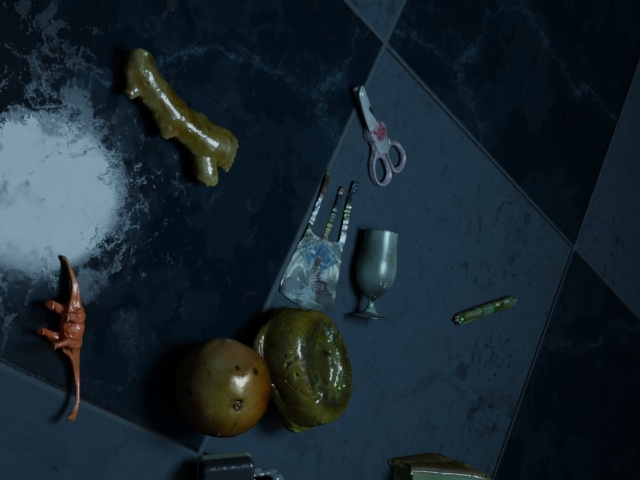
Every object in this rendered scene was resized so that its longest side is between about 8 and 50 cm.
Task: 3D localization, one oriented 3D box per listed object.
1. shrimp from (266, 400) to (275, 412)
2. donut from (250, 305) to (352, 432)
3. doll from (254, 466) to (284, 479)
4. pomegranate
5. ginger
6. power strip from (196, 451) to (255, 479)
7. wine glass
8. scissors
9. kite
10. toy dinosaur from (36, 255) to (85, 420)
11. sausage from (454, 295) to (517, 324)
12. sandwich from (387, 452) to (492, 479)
[{"bbox_3d":[-0.103,0.313,1.850,0.038,0.029,0.092,0,99,-54],"label":"shrimp"},{"bbox_3d":[-0.031,0.255,1.820,0.208,0.128,0.261,-54,127,-47],"label":"donut"},{"bbox_3d":[-0.140,0.501,1.805,0.195,0.070,0.096,27,82,-33],"label":"doll"},{"bbox_3d":[-0.187,0.275,1.661,0.191,0.191,0.191,-5,98,-43],"label":"pomegranate"},{"bbox_3d":[-0.260,-0.231,1.621,0.299,0.065,0.118,50,57,-31],"label":"ginger"},{"bbox_3d":[-0.190,0.540,1.724,0.105,0.070,0.256,0,102,-18],"label":"power strip"},{"bbox_3d":[0.125,0.075,1.997,0.093,0.093,0.202,8,90,-44],"label":"wine glass"},{"bbox_3d":[0.124,-0.242,2.006,0.118,0.030,0.242,-46,127,-31],"label":"scissors"},{"bbox_3d":[0.002,0.000,1.926,0.169,0.015,0.309,17,83,-42],"label":"kite"},{"bbox_3d":[-0.431,0.167,1.501,0.101,0.055,0.279,15,80,-66],"label":"toy dinosaur"},{"bbox_3d":[0.440,0.183,2.348,0.269,0.033,0.032,-12,103,-42],"label":"sausage"},{"bbox_3d":[0.278,0.587,2.106,0.186,0.220,0.108,4,93,-44],"label":"sandwich"}]
